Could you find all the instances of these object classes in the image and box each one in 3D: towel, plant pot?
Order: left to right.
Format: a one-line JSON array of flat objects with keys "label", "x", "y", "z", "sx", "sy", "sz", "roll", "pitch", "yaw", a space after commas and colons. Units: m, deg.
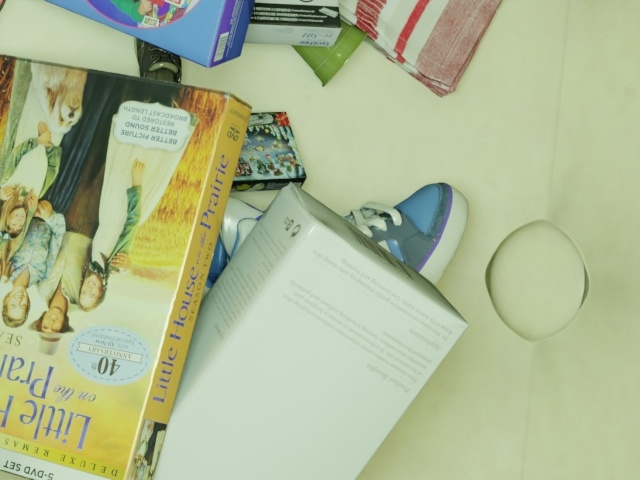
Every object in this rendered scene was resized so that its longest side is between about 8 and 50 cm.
[{"label": "plant pot", "x": 0.000, "y": -0.235, "z": 1.914, "sx": 0.079, "sy": 0.083, "sz": 0.083, "roll": 40, "pitch": 74, "yaw": -7}, {"label": "towel", "x": 0.083, "y": -0.355, "z": 1.971, "sx": 0.329, "sy": 0.037, "sz": 0.237, "roll": 33, "pitch": 76, "yaw": -21}]

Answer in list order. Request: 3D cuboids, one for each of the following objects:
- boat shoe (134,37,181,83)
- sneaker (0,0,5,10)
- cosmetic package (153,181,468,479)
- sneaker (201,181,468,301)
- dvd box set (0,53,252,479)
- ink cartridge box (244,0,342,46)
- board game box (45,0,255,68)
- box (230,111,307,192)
[{"label": "boat shoe", "x": -0.177, "y": -0.193, "z": 1.842, "sx": 0.056, "sy": 0.049, "sz": 0.152, "roll": -2, "pitch": 90, "yaw": -23}, {"label": "sneaker", "x": -0.411, "y": -0.227, "z": 1.717, "sx": 0.136, "sy": 0.116, "sz": 0.314, "roll": 22, "pitch": 74, "yaw": -13}, {"label": "cosmetic package", "x": -0.051, "y": 0.165, "z": 1.733, "sx": 0.217, "sy": 0.156, "sz": 0.385, "roll": 35, "pitch": 98, "yaw": -20}, {"label": "sneaker", "x": 0.000, "y": 0.000, "z": 1.878, "sx": 0.236, "sy": 0.130, "sz": 0.323, "roll": 45, "pitch": 78, "yaw": -22}, {"label": "dvd box set", "x": -0.264, "y": 0.032, "z": 1.686, "sx": 0.062, "sy": 0.307, "sz": 0.420, "roll": 29, "pitch": 75, "yaw": -64}, {"label": "ink cartridge box", "x": -0.084, "y": -0.272, "z": 1.844, "sx": 0.207, "sy": 0.046, "sz": 0.097, "roll": 1, "pitch": 66, "yaw": -15}, {"label": "board game box", "x": -0.155, "y": -0.381, "z": 1.681, "sx": 0.233, "sy": 0.078, "sz": 0.347, "roll": 24, "pitch": 113, "yaw": 16}, {"label": "box", "x": -0.092, "y": -0.100, "z": 1.870, "sx": 0.137, "sy": 0.027, "sz": 0.094, "roll": -5, "pitch": 59, "yaw": -25}]
